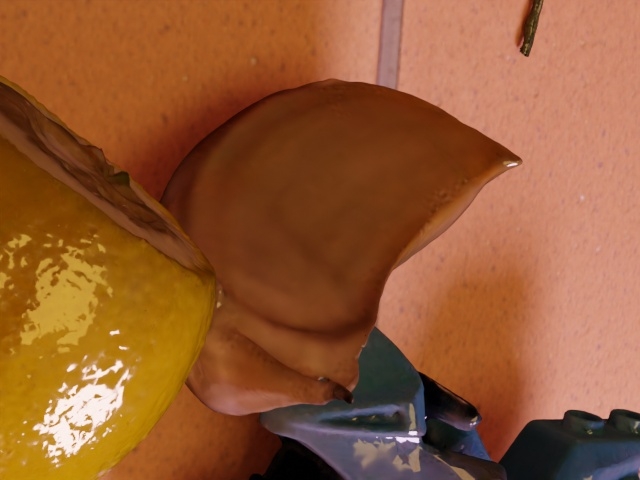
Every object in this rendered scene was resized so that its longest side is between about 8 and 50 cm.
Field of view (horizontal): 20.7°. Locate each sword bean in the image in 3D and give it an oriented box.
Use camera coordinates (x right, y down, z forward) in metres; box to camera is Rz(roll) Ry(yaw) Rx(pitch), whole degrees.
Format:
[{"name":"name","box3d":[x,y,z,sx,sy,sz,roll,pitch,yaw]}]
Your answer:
[{"name":"sword bean","box3d":[0.163,-0.178,1.320,0.012,0.012,0.083,15,87,-44]}]

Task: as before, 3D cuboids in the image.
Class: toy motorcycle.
[{"name":"toy motorcycle","box3d":[0.091,0.169,1.210,0.416,0.172,0.232,5,101,-35]}]

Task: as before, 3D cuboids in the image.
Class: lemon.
[{"name":"lemon","box3d":[-0.189,0.037,0.883,0.219,0.240,0.240,-51,132,3]}]

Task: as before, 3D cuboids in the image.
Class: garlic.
[{"name":"garlic","box3d":[-0.016,0.007,1.034,0.338,0.196,0.151,-48,123,-58]}]
